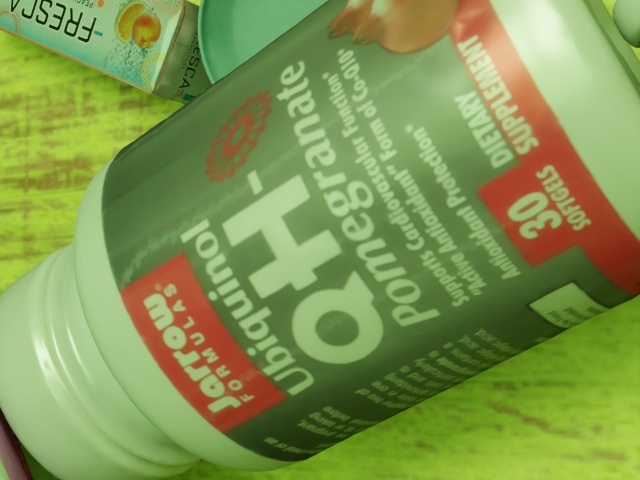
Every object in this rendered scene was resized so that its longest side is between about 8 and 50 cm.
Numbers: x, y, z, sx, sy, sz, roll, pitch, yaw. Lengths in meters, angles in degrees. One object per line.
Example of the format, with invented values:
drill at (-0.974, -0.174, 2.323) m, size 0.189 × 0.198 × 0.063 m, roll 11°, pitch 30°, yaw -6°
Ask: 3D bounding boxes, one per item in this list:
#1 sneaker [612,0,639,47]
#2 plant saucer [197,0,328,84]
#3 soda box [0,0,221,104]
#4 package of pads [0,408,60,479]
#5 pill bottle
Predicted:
sneaker at (0.262, -0.077, 0.328) m, size 0.296 × 0.104 × 0.146 m, roll -15°, pitch 79°, yaw 5°
plant saucer at (-0.009, -0.114, 0.532) m, size 0.119 × 0.021 × 0.119 m, roll 6°, pitch 110°, yaw 16°
soda box at (-0.143, -0.139, 0.597) m, size 0.183 × 0.063 × 0.058 m, roll 26°, pitch 99°, yaw 27°
package of pads at (-0.190, 0.147, 0.519) m, size 0.101 × 0.229 × 0.296 m, roll -23°, pitch 75°, yaw -12°
pill bottle at (0.000, 0.000, 0.451) m, size 0.319 × 0.176 × 0.176 m, roll -31°, pitch 73°, yaw 23°
